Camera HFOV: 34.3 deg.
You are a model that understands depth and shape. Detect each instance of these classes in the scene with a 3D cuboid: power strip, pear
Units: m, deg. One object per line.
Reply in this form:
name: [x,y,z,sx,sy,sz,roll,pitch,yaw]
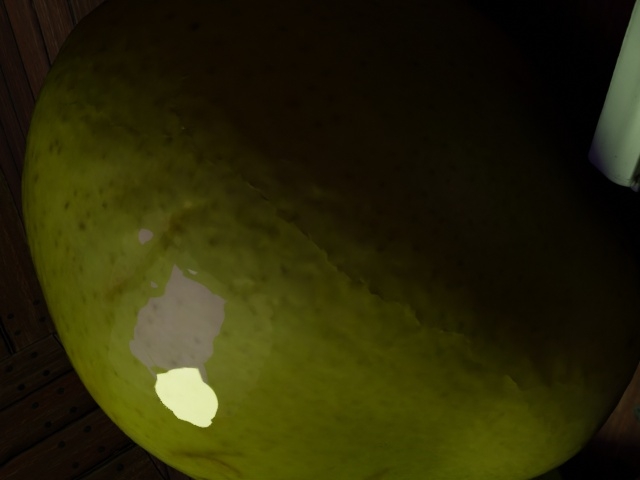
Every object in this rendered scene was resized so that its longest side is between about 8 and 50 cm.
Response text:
power strip: [0.187,-0.103,0.511,0.035,0.081,0.192,47,156,29]
pear: [0.000,0.000,0.695,0.418,0.362,0.362,27,151,7]

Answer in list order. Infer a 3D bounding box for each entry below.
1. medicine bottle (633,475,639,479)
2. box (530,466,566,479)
medicine bottle: [0.209,0.272,0.638,0.241,0.302,0.241,45,153,31]
box: [0.252,0.345,0.870,0.335,0.047,0.187,62,-173,-7]
